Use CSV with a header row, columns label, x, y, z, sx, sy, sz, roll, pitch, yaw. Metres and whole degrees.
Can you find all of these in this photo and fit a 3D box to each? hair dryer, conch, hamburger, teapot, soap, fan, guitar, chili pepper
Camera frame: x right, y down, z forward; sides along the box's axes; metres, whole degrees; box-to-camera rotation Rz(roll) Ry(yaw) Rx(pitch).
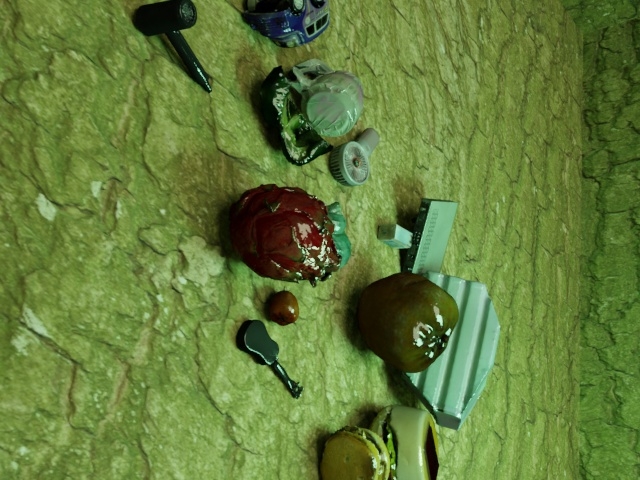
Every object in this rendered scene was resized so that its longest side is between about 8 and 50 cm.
label,x,y,z,sx,sy,sz,roll,pitch,yaw
hair dryer,-0.302,-0.442,1.692,0.255,0.128,0.070,55,44,-43
conch,0.002,-0.003,1.946,0.196,0.134,0.202,29,62,-46
hamburger,0.229,0.602,2.057,0.302,0.170,0.302,-5,90,-71
teapot,0.019,-0.406,2.069,0.178,0.221,0.163,-58,165,-51
soap,0.397,0.334,2.248,0.156,0.261,0.446,91,15,-60
fan,0.112,-0.257,2.181,0.130,0.074,0.244,58,43,-24
hamburger,0.088,0.573,1.908,0.118,0.191,0.182,9,117,-58
guitar,-0.112,0.304,1.821,0.271,0.038,0.084,54,47,-28
chili pepper,-0.089,-0.323,1.937,0.148,0.116,0.264,-40,113,-34

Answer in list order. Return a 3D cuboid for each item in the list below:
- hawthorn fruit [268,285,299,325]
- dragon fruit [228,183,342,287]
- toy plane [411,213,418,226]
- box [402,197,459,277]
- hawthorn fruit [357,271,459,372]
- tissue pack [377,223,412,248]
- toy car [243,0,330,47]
label,x,y,z,sx,sy,sz,roll,pitch,yaw
hawthorn fruit,-0.090,0.163,1.848,0.081,0.081,0.093,49,36,-33
dragon fruit,-0.079,-0.017,1.754,0.299,0.244,0.244,31,50,2
toy plane,0.325,-0.053,2.400,0.188,0.062,0.135,30,63,-55
box,0.352,-0.002,2.369,0.211,0.045,0.270,-2,109,-50
hawthorn fruit,0.230,0.219,2.091,0.268,0.301,0.268,-24,129,-34
tissue pack,0.230,-0.014,2.277,0.094,0.074,0.059,26,70,-46
toy car,-0.081,-0.599,1.956,0.235,0.172,0.158,-44,131,-41
